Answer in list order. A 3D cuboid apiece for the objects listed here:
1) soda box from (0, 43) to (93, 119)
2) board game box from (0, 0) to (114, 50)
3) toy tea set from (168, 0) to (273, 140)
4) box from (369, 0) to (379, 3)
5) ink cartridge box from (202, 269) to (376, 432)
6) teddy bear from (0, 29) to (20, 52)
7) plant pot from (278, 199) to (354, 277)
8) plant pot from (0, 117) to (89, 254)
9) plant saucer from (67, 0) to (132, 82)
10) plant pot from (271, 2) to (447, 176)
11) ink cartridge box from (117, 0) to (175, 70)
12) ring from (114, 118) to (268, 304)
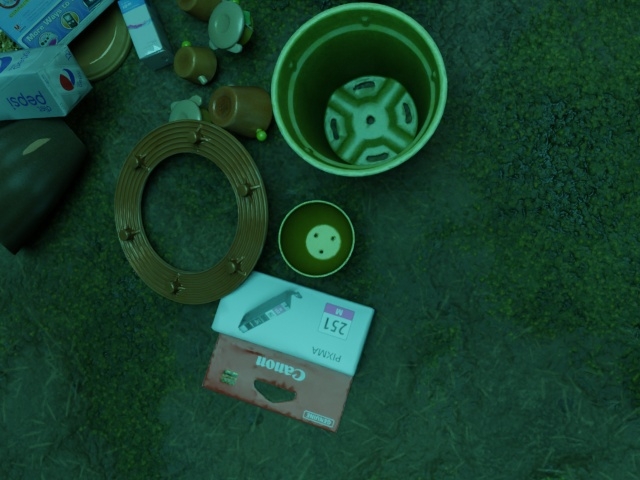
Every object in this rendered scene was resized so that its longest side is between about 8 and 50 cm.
[{"bbox_3d":[-0.561,-0.284,1.551,0.286,0.098,0.091,3,46,32],"label":"soda box"},{"bbox_3d":[-0.494,-0.519,1.491,0.308,0.302,0.086,-41,44,3],"label":"board game box"},{"bbox_3d":[-0.175,-0.329,1.579,0.200,0.124,0.336,1,89,38],"label":"toy tea set"},{"bbox_3d":[-0.004,-0.742,1.419,0.472,0.297,0.480,25,83,-1],"label":"box"},{"bbox_3d":[-0.065,0.195,1.535,0.275,0.060,0.239,17,88,9],"label":"ink cartridge box"},{"bbox_3d":[-0.657,-0.505,1.642,0.245,0.113,0.338,16,89,7],"label":"teddy bear"},{"bbox_3d":[0.000,0.000,1.519,0.134,0.095,0.134,-1,86,9],"label":"plant pot"},{"bbox_3d":[-0.552,-0.130,1.568,0.230,0.215,0.215,-44,81,-11],"label":"plant pot"},{"bbox_3d":[-0.462,-0.406,1.643,0.200,0.037,0.200,0,86,8],"label":"plant saucer"},{"bbox_3d":[0.076,-0.226,1.444,0.276,0.254,0.276,-1,85,8],"label":"plant pot"},{"bbox_3d":[-0.324,-0.391,1.596,0.052,0.088,0.122,-24,83,6],"label":"ink cartridge box"},{"bbox_3d":[-0.245,-0.050,1.533,0.336,0.032,0.336,3,97,27],"label":"ring"}]
